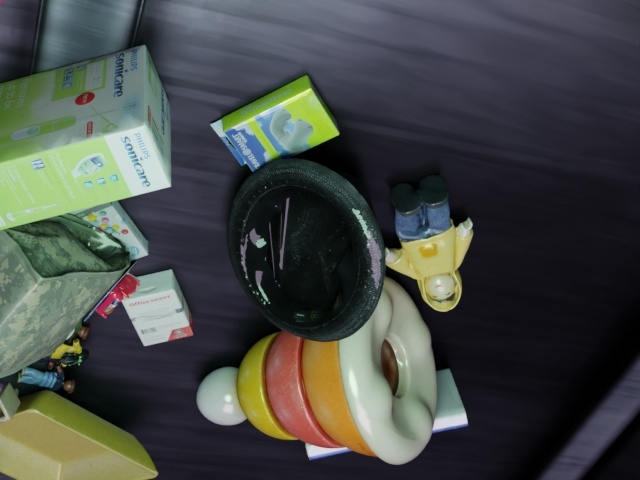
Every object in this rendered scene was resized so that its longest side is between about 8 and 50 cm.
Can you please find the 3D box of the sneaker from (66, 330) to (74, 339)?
[{"bbox_3d":[-0.551,0.142,1.764,0.215,0.083,0.084,1,129,-12],"label":"sneaker"}]

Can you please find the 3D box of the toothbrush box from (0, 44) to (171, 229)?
[{"bbox_3d":[-0.370,-0.150,1.432,0.283,0.206,0.122,-13,134,3],"label":"toothbrush box"}]

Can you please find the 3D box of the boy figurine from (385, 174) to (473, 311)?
[{"bbox_3d":[0.192,0.017,1.775,0.177,0.092,0.285,-15,131,1],"label":"boy figurine"}]

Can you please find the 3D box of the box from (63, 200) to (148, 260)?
[{"bbox_3d":[-0.401,-0.022,1.668,0.145,0.038,0.186,-19,135,9],"label":"box"}]

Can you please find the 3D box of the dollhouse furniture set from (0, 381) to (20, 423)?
[{"bbox_3d":[-0.740,0.207,1.792,0.286,0.198,0.303,-20,109,0],"label":"dollhouse furniture set"}]

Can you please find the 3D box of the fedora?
[{"bbox_3d":[0.000,0.000,1.651,0.334,0.152,0.334,15,120,27],"label":"fedora"}]

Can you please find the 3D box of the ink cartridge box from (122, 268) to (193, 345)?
[{"bbox_3d":[-0.301,0.125,1.813,0.099,0.056,0.135,-12,135,1],"label":"ink cartridge box"}]

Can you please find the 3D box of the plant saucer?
[{"bbox_3d":[-0.545,0.405,1.981,0.333,0.081,0.333,-19,137,33],"label":"plant saucer"}]

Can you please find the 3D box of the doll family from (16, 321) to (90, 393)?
[{"bbox_3d":[-0.500,0.224,1.869,0.111,0.076,0.193,16,134,-29],"label":"doll family"}]

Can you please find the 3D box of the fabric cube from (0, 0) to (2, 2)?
[{"bbox_3d":[-0.522,-0.386,1.143,0.258,0.259,0.254,-26,132,12],"label":"fabric cube"}]

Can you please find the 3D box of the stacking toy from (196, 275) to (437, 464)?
[{"bbox_3d":[-0.045,0.271,1.884,0.480,0.350,0.350,-13,137,27],"label":"stacking toy"}]

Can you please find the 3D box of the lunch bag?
[{"bbox_3d":[-0.463,0.084,1.578,0.235,0.169,0.287,-49,163,15],"label":"lunch bag"}]

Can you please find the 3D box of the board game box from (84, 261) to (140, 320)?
[{"bbox_3d":[-0.352,0.098,1.702,0.033,0.169,0.133,41,80,-6],"label":"board game box"}]

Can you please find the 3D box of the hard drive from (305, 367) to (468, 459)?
[{"bbox_3d":[0.127,0.352,2.010,0.319,0.210,0.040,-13,107,2],"label":"hard drive"}]

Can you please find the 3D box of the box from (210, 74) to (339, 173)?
[{"bbox_3d":[-0.073,-0.180,1.571,0.178,0.042,0.109,-25,132,13],"label":"box"}]
